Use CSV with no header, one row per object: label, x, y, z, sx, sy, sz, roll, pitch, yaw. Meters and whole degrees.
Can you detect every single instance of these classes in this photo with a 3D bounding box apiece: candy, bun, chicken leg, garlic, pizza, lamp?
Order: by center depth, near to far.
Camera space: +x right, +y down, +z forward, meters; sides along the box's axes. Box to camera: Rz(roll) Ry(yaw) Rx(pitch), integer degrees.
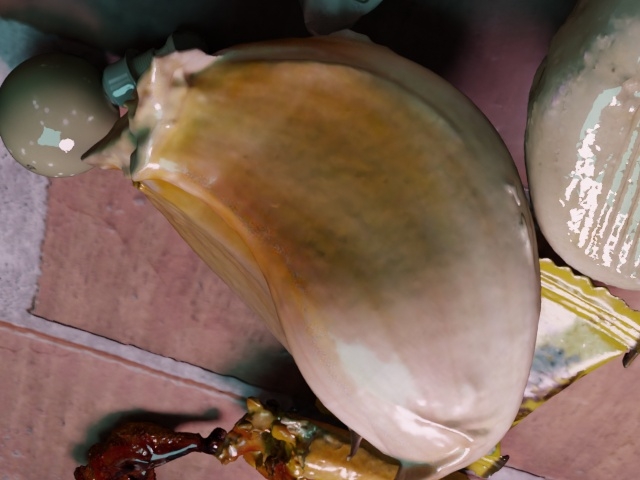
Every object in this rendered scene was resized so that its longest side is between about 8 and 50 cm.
bun,0.225,-0.082,0.850,0.231,0.133,0.231,-6,123,-9
garlic,0.000,0.000,0.900,0.313,0.249,0.286,43,133,-8
lamp,-0.152,-0.108,0.976,0.163,0.091,0.091,-25,126,16
candy,0.126,0.099,1.106,0.187,0.081,0.297,27,139,-8
pizza,0.011,0.204,1.206,0.229,0.081,0.289,16,172,33
chicken leg,-0.175,0.215,1.341,0.089,0.048,0.219,31,135,-21

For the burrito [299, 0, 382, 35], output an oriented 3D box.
burrito,0.049,-0.192,0.837,0.064,0.064,0.203,37,134,-23
